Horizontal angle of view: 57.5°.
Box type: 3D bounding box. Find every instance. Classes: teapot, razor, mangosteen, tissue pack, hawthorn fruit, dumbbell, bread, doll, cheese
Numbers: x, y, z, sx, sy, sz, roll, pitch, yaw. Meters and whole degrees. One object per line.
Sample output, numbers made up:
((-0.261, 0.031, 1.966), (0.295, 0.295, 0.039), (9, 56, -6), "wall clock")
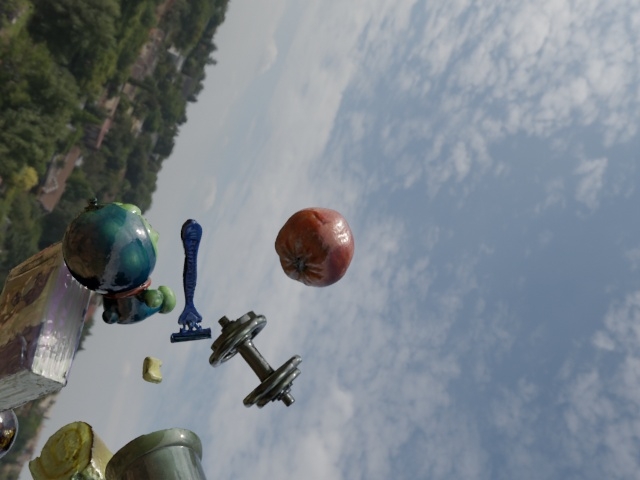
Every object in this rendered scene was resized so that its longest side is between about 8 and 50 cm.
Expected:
((-0.297, 0.548, 1.093), (0.200, 0.271, 0.337), (-61, -139, 21), "teapot")
((-0.282, 0.085, 1.260), (0.056, 0.093, 0.323), (-121, -148, -51), "razor")
((-0.853, 0.447, 1.426), (0.192, 0.192, 0.217), (-53, -124, 38), "mangosteen")
((-0.642, 0.186, 1.316), (0.243, 0.125, 0.343), (-25, -134, 27), "tissue pack")
((0.000, 0.000, 1.745), (0.242, 0.242, 0.271), (-47, -176, 48), "hawthorn fruit")
((-0.168, 0.313, 1.515), (0.192, 0.290, 0.192), (-41, 170, -9), "dumbbell")
((-0.648, 0.606, 1.545), (0.186, 0.124, 0.257), (-37, -148, -22), "bread")
((-0.440, 0.053, 1.272), (0.199, 0.321, 0.186), (2, -151, 34), "doll")
((-0.354, 0.273, 1.237), (0.030, 0.044, 0.083), (-56, -160, 5), "cheese")
